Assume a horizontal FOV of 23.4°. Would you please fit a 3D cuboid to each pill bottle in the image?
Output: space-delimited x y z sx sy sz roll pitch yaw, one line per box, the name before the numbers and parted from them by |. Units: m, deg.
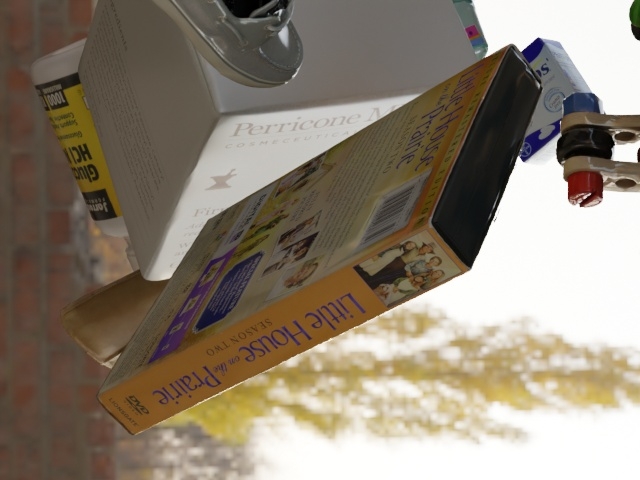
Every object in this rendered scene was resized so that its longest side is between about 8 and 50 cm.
pill bottle | -0.257 -0.125 2.154 0.188 0.188 0.334 -132 -161 -77

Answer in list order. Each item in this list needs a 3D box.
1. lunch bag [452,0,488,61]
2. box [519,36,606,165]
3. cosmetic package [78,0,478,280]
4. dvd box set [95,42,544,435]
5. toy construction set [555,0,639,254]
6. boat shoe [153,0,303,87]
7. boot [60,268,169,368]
lunch bag | 0.093 -0.257 2.155 0.279 0.224 0.108 141 -62 -70
box | 0.316 -0.199 2.215 0.126 0.072 0.137 -41 -113 29
cosmetic package | -0.068 -0.199 1.845 0.394 0.329 0.327 121 -45 -56
dvd box set | 0.000 0.000 1.445 0.420 0.062 0.307 -29 -159 35
toy construction set | 0.390 -0.068 1.437 0.257 0.237 0.309 -51 -148 33
boat shoe | -0.067 -0.194 1.276 0.227 0.081 0.079 38 60 -50
boot | -0.178 0.096 2.111 0.236 0.269 0.089 49 14 -33
